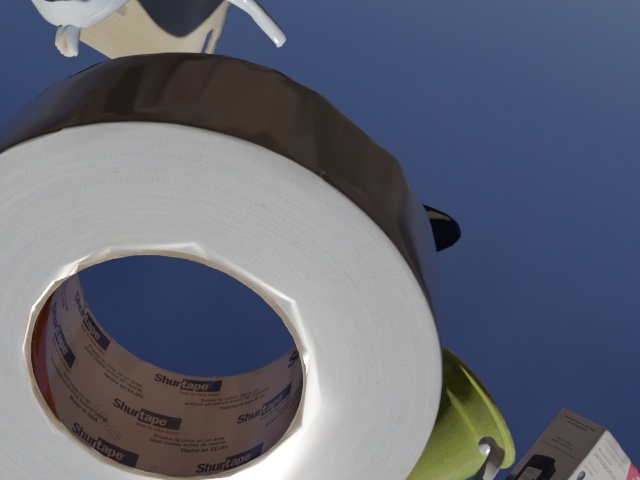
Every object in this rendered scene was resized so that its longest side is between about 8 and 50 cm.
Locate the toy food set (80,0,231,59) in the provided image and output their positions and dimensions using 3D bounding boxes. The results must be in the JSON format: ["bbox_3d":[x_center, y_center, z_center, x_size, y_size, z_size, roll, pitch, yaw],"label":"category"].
[{"bbox_3d":[-0.301,-0.399,1.747,0.306,0.219,0.092,30,-133,0],"label":"toy food set"}]

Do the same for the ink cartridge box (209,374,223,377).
[{"bbox_3d":[-0.096,0.225,0.886,0.109,0.062,0.209,-11,-118,-33],"label":"ink cartridge box"}]

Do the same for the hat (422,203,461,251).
[{"bbox_3d":[0.000,0.000,1.288,0.331,0.133,0.331,21,172,3],"label":"hat"}]

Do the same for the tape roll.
[{"bbox_3d":[-0.058,0.035,0.455,0.219,0.219,0.072,18,-150,-5],"label":"tape roll"}]

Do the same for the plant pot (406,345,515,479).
[{"bbox_3d":[0.172,0.369,1.983,0.254,0.276,0.276,-31,-135,-16],"label":"plant pot"}]

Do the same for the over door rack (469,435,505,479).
[{"bbox_3d":[0.156,0.374,1.028,0.240,0.324,0.108,36,-170,0],"label":"over door rack"}]

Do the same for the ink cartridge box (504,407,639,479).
[{"bbox_3d":[0.350,0.394,1.563,0.172,0.237,0.100,50,166,-29],"label":"ink cartridge box"}]

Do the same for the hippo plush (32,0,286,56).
[{"bbox_3d":[-0.203,-0.329,1.098,0.237,0.234,0.294,-15,162,9],"label":"hippo plush"}]
